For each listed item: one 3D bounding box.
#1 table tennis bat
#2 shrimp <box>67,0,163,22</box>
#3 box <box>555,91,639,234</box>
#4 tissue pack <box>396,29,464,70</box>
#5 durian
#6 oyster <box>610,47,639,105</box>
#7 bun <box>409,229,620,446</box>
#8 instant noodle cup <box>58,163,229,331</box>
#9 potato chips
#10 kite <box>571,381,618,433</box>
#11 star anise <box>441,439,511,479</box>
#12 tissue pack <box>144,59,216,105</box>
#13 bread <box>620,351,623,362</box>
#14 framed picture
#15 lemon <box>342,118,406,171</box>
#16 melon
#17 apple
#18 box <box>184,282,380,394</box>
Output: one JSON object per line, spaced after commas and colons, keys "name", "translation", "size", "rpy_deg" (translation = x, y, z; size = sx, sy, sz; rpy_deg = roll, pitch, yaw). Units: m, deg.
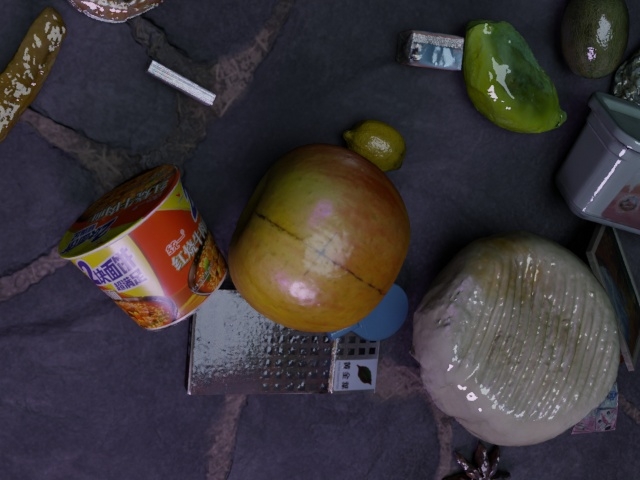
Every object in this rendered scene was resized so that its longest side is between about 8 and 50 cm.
{"name": "table tennis bat", "translation": [0.080, 0.126, 1.370], "size": [0.155, 0.019, 0.100], "rpy_deg": [-25, 108, -19]}
{"name": "shrimp", "translation": [-0.265, -0.413, 1.205], "size": [0.251, 0.052, 0.144], "rpy_deg": [-25, 116, -5]}
{"name": "box", "translation": [0.577, -0.113, 1.448], "size": [0.311, 0.175, 0.182], "rpy_deg": [13, 127, -19]}
{"name": "tissue pack", "translation": [0.178, -0.311, 1.346], "size": [0.094, 0.074, 0.059], "rpy_deg": [4, 101, -16]}
{"name": "durian", "translation": [0.324, -0.265, 1.386], "size": [0.139, 0.101, 0.250], "rpy_deg": [-43, 109, -7]}
{"name": "oyster", "translation": [0.590, -0.269, 1.494], "size": [0.125, 0.064, 0.177], "rpy_deg": [-26, 108, -16]}
{"name": "bun", "translation": [0.318, 0.168, 1.398], "size": [0.365, 0.219, 0.365], "rpy_deg": [3, 82, -20]}
{"name": "instant noodle cup", "translation": [-0.247, 0.017, 1.208], "size": [0.213, 0.213, 0.174], "rpy_deg": [-38, 117, -8]}
{"name": "potato chips", "translation": [-0.483, -0.152, 1.161], "size": [0.057, 0.080, 0.407], "rpy_deg": [38, 88, -3]}
{"name": "kite", "translation": [0.533, 0.326, 1.606], "size": [0.137, 0.005, 0.152], "rpy_deg": [-47, 108, -6]}
{"name": "star anise", "translation": [0.296, 0.438, 1.530], "size": [0.141, 0.042, 0.141], "rpy_deg": [-3, 99, -18]}
{"name": "tissue pack", "translation": [-0.212, -0.238, 1.243], "size": [0.108, 0.056, 0.023], "rpy_deg": [26, 92, -19]}
{"name": "bread", "translation": [0.562, 0.195, 1.566], "size": [0.085, 0.053, 0.085], "rpy_deg": [-3, 100, -17]}
{"name": "framed picture", "translation": [0.543, 0.086, 1.501], "size": [0.184, 0.016, 0.250], "rpy_deg": [-44, 114, -51]}
{"name": "lemon", "translation": [0.088, -0.156, 1.340], "size": [0.110, 0.082, 0.082], "rpy_deg": [26, 91, -14]}
{"name": "melon", "translation": [0.472, -0.362, 1.410], "size": [0.114, 0.114, 0.167], "rpy_deg": [-4, 101, -17]}
{"name": "apple", "translation": [0.000, 0.000, 1.215], "size": [0.233, 0.286, 0.286], "rpy_deg": [30, 89, -12]}
{"name": "box", "translation": [-0.056, 0.164, 1.366], "size": [0.324, 0.047, 0.180], "rpy_deg": [3, 98, -18]}
